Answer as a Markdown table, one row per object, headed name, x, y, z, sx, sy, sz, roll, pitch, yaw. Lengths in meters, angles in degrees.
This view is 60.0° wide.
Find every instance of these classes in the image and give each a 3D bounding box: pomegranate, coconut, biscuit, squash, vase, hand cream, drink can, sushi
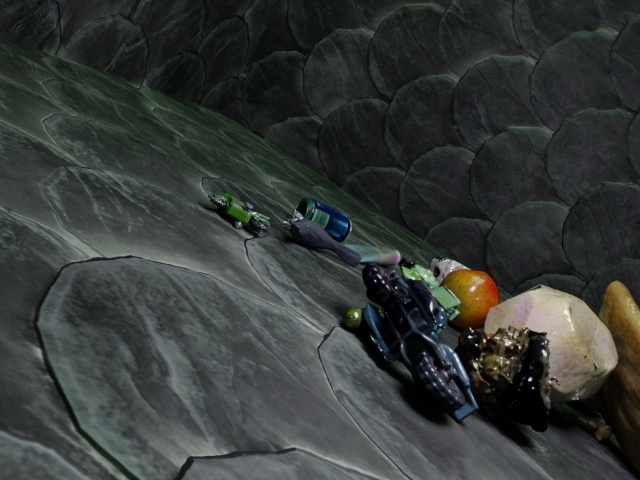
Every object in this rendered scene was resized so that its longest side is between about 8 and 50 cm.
| name | x | y | z | sx | sy | sz | roll | pitch | yaw |
| --- | --- | --- | --- | --- | --- | --- | --- | --- | --- |
| pomegranate | 0.483 | 0.197 | 1.842 | 0.235 | 0.210 | 0.210 | -10 | 35 | -34 |
| coconut | 0.613 | 0.294 | 1.532 | 0.352 | 0.353 | 0.352 | 30 | 12 | -7 |
| biscuit | 0.833 | 0.409 | 1.479 | 0.103 | 0.430 | 0.446 | -4 | 34 | 5 |
| squash | 0.104 | 0.182 | 1.307 | 0.052 | 0.052 | 0.183 | 37 | 14 | 26 |
| vase | 0.368 | 0.094 | 2.335 | 0.060 | 0.060 | 0.211 | 30 | 10 | -4 |
| hand cream | 0.189 | 0.050 | 2.053 | 0.111 | 0.070 | 0.312 | 43 | 20 | 31 |
| drink can | 0.007 | -0.067 | 1.948 | 0.204 | 0.118 | 0.118 | 25 | 13 | -35 |
| sushi | 0.410 | 0.297 | 1.256 | 0.218 | 0.225 | 0.238 | 8 | -34 | 12 |

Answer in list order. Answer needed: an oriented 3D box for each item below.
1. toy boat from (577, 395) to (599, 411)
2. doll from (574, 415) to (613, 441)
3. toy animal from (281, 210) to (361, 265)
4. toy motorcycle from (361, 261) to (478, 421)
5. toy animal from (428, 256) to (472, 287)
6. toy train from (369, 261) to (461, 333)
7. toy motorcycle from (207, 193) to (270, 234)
| name | x | y | z | sx | sy | sz | roll | pitch | yaw |
| --- | --- | --- | --- | --- | --- | --- | --- | --- | --- |
| toy boat | 0.844 | 0.506 | 1.808 | 0.227 | 0.085 | 0.155 | 37 | 2 | -41 |
| doll | 0.775 | 0.526 | 1.570 | 0.093 | 0.051 | 0.061 | 44 | -12 | 37 |
| toy animal | -0.032 | -0.021 | 1.760 | 0.205 | 0.081 | 0.367 | 35 | 4 | 38 |
| toy motorcycle | 0.224 | 0.212 | 1.222 | 0.232 | 0.172 | 0.416 | 40 | 13 | -38 |
| toy animal | 0.508 | 0.163 | 2.170 | 0.204 | 0.156 | 0.208 | 27 | -5 | -6 |
| toy train | 0.270 | 0.173 | 1.536 | 0.188 | 0.159 | 0.271 | 46 | 16 | 18 |
| toy motorcycle | -0.226 | -0.077 | 1.540 | 0.190 | 0.074 | 0.106 | 30 | 3 | -6 |
